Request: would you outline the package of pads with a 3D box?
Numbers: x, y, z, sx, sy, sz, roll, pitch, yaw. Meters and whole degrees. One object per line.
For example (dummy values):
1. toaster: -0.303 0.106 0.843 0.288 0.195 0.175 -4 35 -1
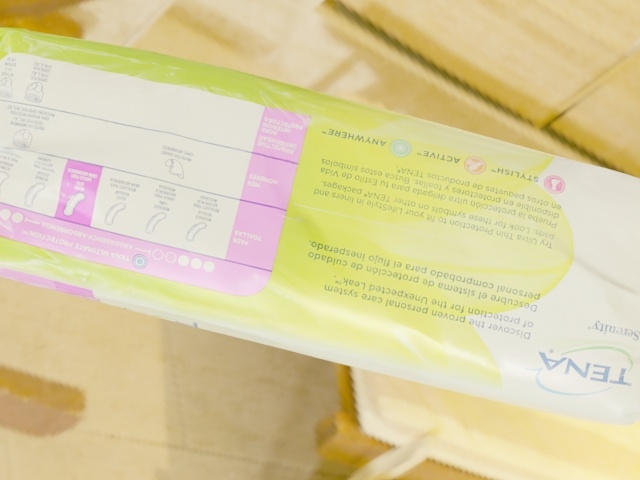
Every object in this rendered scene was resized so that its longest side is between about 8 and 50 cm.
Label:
1. package of pads: 0.000 0.000 0.637 0.296 0.101 0.229 14 -4 3
